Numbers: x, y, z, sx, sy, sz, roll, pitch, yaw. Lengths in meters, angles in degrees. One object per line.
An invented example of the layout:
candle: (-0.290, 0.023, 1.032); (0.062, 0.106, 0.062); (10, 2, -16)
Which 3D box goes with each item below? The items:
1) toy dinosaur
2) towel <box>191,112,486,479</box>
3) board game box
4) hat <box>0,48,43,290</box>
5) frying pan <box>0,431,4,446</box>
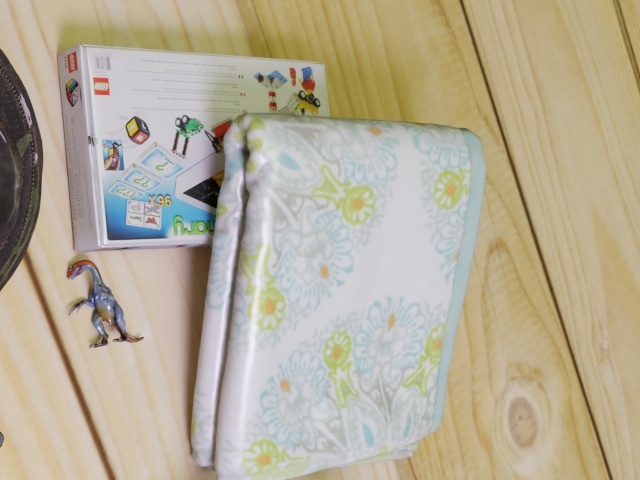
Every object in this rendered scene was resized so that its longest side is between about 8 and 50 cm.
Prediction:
toy dinosaur: (-0.210, 0.059, 1.250); (0.090, 0.047, 0.082); (24, 53, -76)
towel: (0.024, 0.060, 1.363); (0.321, 0.090, 0.374); (-2, 103, -45)
board game box: (-0.113, -0.091, 1.331); (0.305, 0.053, 0.192); (-2, 85, -42)
hat: (-0.320, -0.024, 1.011); (0.331, 0.134, 0.331); (-17, 114, -43)
frying pan: (-0.391, 0.243, 1.030); (0.326, 0.053, 0.197); (9, 79, -40)
